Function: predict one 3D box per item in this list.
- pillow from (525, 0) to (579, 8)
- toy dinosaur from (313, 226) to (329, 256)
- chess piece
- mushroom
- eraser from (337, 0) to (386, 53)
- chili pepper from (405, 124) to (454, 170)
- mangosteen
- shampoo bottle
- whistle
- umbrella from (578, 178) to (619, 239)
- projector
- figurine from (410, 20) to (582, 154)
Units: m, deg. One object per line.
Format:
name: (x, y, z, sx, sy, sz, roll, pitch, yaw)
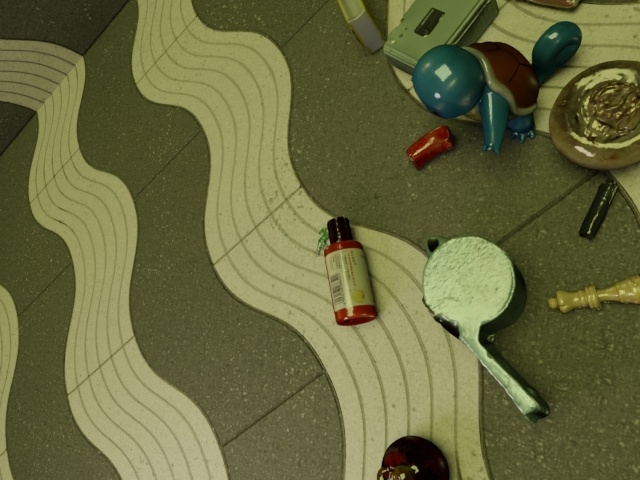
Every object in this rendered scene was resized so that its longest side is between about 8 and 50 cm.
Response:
pillow: (0.549, -0.643, 1.150, 0.232, 0.043, 0.126, 37, 97, 35)
toy dinosaur: (0.000, 0.000, 1.312, 0.083, 0.021, 0.062, -35, 53, 14)
chess piece: (0.544, 0.112, 0.927, 0.172, 0.060, 0.060, -17, 68, 29)
mushroom: (0.580, -0.254, 0.938, 0.226, 0.178, 0.227, -12, 72, 39)
eraser: (0.106, -0.671, 1.360, 0.069, 0.158, 0.226, -27, 63, 20)
chili pepper: (0.279, -0.237, 1.182, 0.123, 0.073, 0.070, -33, 29, 17)
mangosteen: (0.191, 0.488, 0.977, 0.152, 0.152, 0.153, -9, 71, 29)
shampoo bottle: (0.067, 0.072, 1.199, 0.104, 0.104, 0.278, -21, 66, 25)
whistle: (0.333, 0.167, 0.970, 0.188, 0.168, 0.405, -15, 68, 27)
umbrella: (0.576, -0.065, 0.971, 0.036, 0.031, 0.133, 26, 90, 32)
projector: (0.311, -0.562, 1.239, 0.257, 0.099, 0.192, -52, 56, 8)
figurine: (0.383, -0.335, 1.040, 0.416, 0.243, 0.298, -19, 65, -18)
